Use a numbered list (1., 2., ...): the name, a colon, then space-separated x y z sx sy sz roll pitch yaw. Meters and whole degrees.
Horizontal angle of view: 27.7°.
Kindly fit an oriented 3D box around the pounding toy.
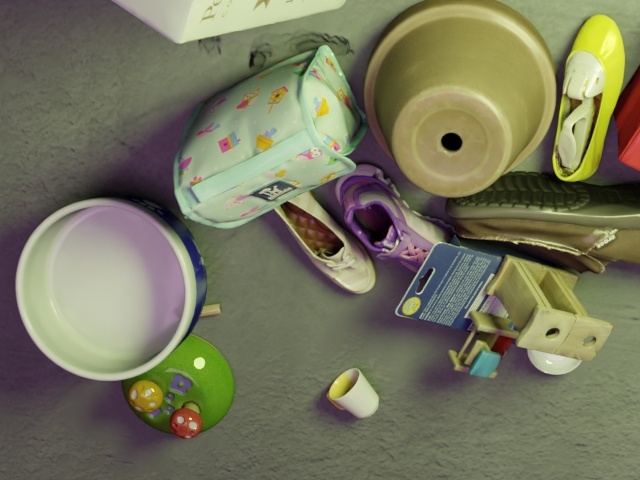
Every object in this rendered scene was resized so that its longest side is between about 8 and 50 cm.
1. pounding toy: -0.234 0.221 1.997 0.183 0.110 0.237 0 115 9

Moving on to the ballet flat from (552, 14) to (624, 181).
1. ballet flat: 0.350 -0.181 1.721 0.077 0.077 0.231 24 123 34

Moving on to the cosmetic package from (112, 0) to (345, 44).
1. cosmetic package: -0.120 -0.458 1.457 0.327 0.394 0.329 35 119 15

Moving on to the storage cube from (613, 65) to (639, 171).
1. storage cube: 0.502 -0.171 1.651 0.215 0.183 0.193 26 118 -4

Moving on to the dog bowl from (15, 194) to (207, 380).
1. dog bowl: -0.304 0.065 1.899 0.265 0.104 0.265 1 98 9

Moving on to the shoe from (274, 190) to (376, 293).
1. shoe: 0.000 0.000 1.883 0.076 0.058 0.219 -34 105 22

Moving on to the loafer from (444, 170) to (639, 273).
1. loafer: 0.352 -0.007 1.779 0.366 0.134 0.130 5 115 7

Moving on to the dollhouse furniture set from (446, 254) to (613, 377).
1. dollhouse furniture set: 0.290 0.141 1.812 0.129 0.129 0.183 14 119 -25

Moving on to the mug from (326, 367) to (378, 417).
1. mug: 0.054 0.238 1.996 0.062 0.078 0.064 -48 112 -8

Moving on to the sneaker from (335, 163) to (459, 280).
1. sneaker: 0.116 -0.003 1.837 0.236 0.104 0.095 38 113 -12

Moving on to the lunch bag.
1. lunch bag: -0.070 -0.128 1.721 0.223 0.262 0.160 -24 109 18

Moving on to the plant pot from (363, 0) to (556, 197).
1. plant pot: 0.173 -0.166 1.683 0.263 0.229 0.263 4 116 9

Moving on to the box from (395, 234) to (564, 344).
1. box: 0.225 0.070 1.847 0.225 0.036 0.136 15 120 -26

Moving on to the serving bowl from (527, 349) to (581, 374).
1. serving bowl: 0.347 0.156 1.916 0.083 0.027 0.083 3 116 7
